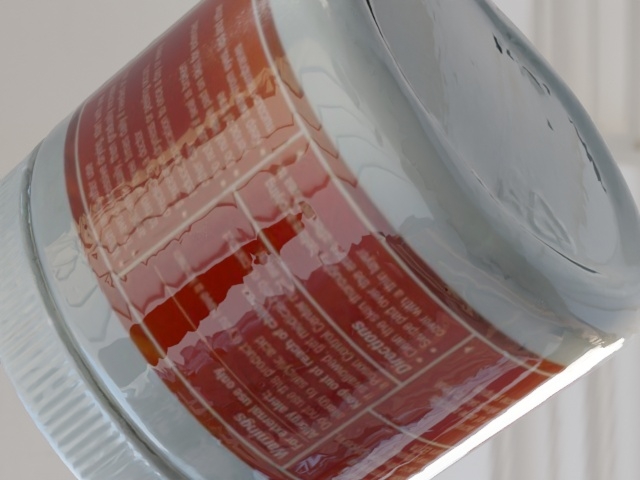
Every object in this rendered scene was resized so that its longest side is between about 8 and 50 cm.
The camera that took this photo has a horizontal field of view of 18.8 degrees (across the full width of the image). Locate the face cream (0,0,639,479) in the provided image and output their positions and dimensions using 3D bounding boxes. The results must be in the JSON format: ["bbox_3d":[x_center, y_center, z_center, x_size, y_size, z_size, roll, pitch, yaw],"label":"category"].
[{"bbox_3d":[0.000,0.000,0.746,0.201,0.187,0.201,41,-154,-25],"label":"face cream"}]
